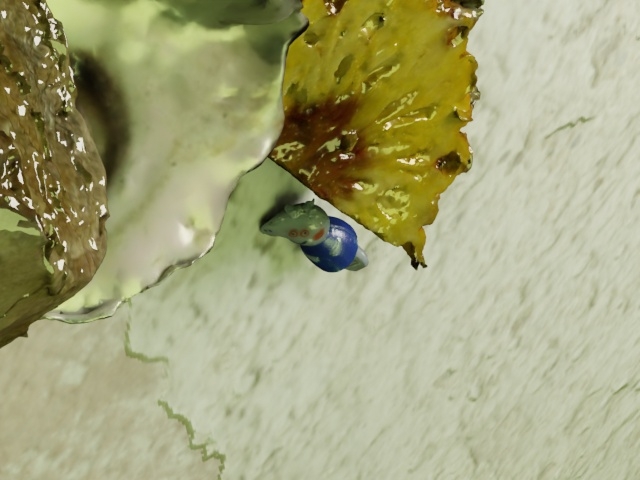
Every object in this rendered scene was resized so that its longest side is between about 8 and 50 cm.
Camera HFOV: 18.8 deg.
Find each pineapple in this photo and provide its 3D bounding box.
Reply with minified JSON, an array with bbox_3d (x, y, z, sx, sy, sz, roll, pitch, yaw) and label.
[{"bbox_3d":[0.016,-0.088,0.897,0.135,0.079,0.233,-54,146,-2],"label":"pineapple"}]

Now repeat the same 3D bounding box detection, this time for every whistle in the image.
[{"bbox_3d":[0.000,0.000,1.010,0.033,0.029,0.083,-23,149,21],"label":"whistle"}]

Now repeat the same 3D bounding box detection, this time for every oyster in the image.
[{"bbox_3d":[-0.115,-0.055,0.736,0.223,0.083,0.214,33,90,-42],"label":"oyster"}]

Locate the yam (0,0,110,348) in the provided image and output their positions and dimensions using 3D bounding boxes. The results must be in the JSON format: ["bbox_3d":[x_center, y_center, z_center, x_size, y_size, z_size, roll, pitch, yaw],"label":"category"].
[{"bbox_3d":[-0.179,0.009,0.608,0.238,0.128,0.129,-31,178,11],"label":"yam"}]
